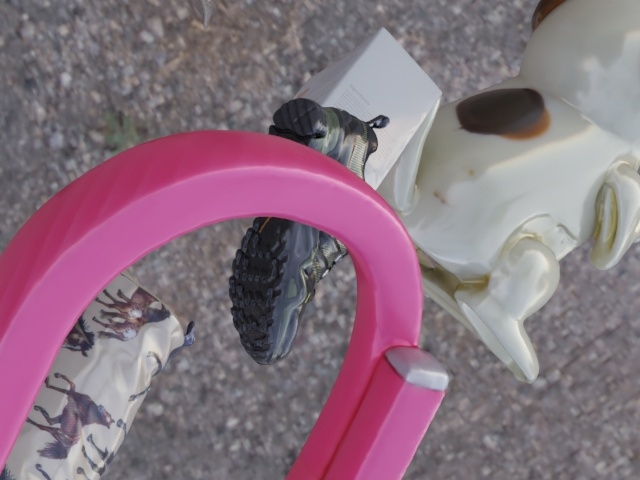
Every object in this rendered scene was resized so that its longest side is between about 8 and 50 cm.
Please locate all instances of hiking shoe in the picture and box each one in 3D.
[{"bbox_3d":[0.000,0.000,1.033,0.114,0.086,0.227,5,107,-34],"label":"hiking shoe"}]

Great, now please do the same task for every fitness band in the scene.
[{"bbox_3d":[-0.064,0.093,0.536,0.209,0.054,0.291,17,107,-34],"label":"fitness band"}]

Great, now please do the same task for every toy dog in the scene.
[{"bbox_3d":[0.244,-0.117,1.451,0.408,0.284,0.395,-44,128,-7],"label":"toy dog"}]

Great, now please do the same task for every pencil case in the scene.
[{"bbox_3d":[-0.315,0.235,1.524,0.410,0.160,0.183,-61,143,-28],"label":"pencil case"}]

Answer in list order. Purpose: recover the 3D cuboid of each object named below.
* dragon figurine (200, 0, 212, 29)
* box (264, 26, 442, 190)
[{"bbox_3d":[-0.204,-0.319,1.140,0.289,0.144,0.085,32,105,-25],"label":"dragon figurine"},{"bbox_3d":[0.016,-0.102,1.202,0.091,0.170,0.130,46,142,-13],"label":"box"}]
